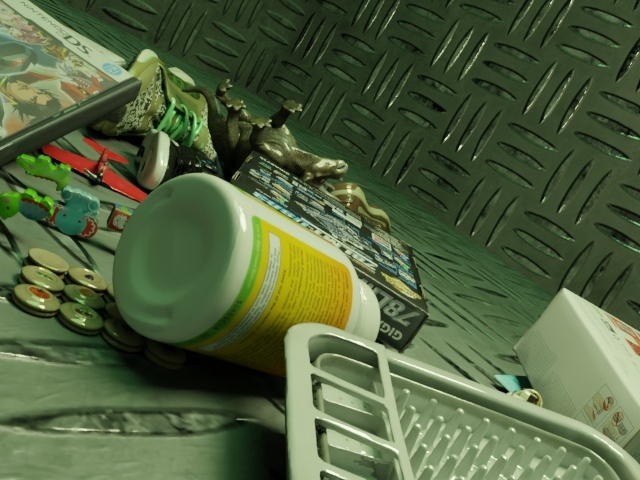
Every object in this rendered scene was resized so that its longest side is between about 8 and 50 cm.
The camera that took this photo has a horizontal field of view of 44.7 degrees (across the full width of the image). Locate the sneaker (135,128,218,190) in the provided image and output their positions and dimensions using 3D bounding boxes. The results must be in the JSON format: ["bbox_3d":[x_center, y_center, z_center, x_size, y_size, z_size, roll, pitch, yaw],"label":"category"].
[{"bbox_3d":[-0.204,-0.108,1.155,0.121,0.079,0.217,25,11,-21],"label":"sneaker"}]

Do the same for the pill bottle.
[{"bbox_3d":[-0.049,0.046,0.690,0.136,0.136,0.245,39,6,38],"label":"pill bottle"}]

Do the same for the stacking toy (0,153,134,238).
[{"bbox_3d":[-0.215,-0.012,0.791,0.221,0.052,0.167,25,10,-20],"label":"stacking toy"}]

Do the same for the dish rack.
[{"bbox_3d":[0.117,0.194,0.547,0.332,0.072,0.285,21,18,-11],"label":"dish rack"}]

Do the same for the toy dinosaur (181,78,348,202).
[{"bbox_3d":[-0.114,-0.156,1.246,0.313,0.160,0.121,20,41,16],"label":"toy dinosaur"}]

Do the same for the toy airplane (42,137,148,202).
[{"bbox_3d":[-0.288,-0.099,1.028,0.151,0.028,0.151,31,10,-6],"label":"toy airplane"}]

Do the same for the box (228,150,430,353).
[{"bbox_3d":[0.000,0.000,1.058,0.295,0.073,0.293,31,15,-7],"label":"box"}]

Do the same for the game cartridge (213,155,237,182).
[{"bbox_3d":[-0.077,-0.065,1.370,0.230,0.068,0.355,31,10,-20],"label":"game cartridge"}]

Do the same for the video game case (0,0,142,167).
[{"bbox_3d":[-0.386,-0.207,0.909,0.248,0.035,0.275,36,35,4],"label":"video game case"}]

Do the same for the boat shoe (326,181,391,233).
[{"bbox_3d":[0.075,-0.026,1.568,0.095,0.095,0.257,-12,-23,23],"label":"boat shoe"}]

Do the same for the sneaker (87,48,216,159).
[{"bbox_3d":[-0.254,-0.216,1.360,0.182,0.158,0.410,37,13,1],"label":"sneaker"}]

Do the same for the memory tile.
[{"bbox_3d":[-0.182,0.055,0.654,0.148,0.012,0.113,26,11,-20],"label":"memory tile"}]

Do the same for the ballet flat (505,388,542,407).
[{"bbox_3d":[0.240,0.210,0.976,0.057,0.052,0.168,36,12,24],"label":"ballet flat"}]

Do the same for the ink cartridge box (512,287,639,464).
[{"bbox_3d":[0.443,0.242,1.055,0.271,0.130,0.309,28,21,-14],"label":"ink cartridge box"}]

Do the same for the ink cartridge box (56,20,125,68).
[{"bbox_3d":[-0.442,-0.274,1.166,0.207,0.117,0.283,30,11,-4],"label":"ink cartridge box"}]

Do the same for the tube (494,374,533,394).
[{"bbox_3d":[0.348,0.235,1.184,0.207,0.052,0.080,14,18,-44],"label":"tube"}]
